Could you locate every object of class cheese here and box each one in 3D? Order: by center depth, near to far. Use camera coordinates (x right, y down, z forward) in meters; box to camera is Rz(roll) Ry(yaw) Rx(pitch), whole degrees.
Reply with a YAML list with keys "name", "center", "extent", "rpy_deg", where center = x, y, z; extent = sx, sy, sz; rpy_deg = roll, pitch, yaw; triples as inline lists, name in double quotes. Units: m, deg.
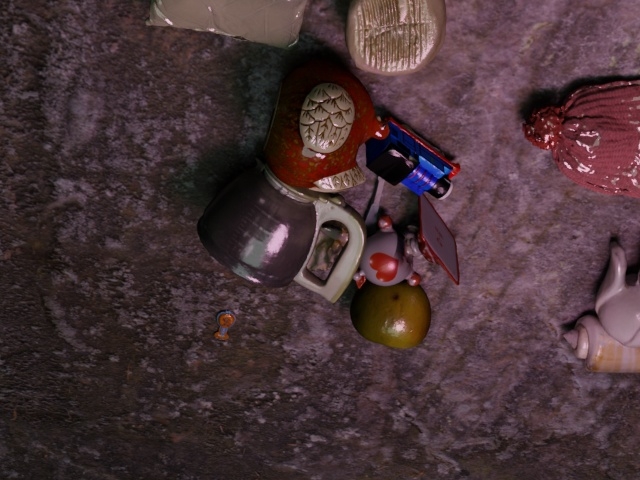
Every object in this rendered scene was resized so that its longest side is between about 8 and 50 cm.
- name: "cheese"
  center: [-0.247, 0.218, 2.037]
  extent: [0.047, 0.017, 0.111]
  rpy_deg: [14, 132, -6]

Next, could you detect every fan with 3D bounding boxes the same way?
- name: "fan"
  center: [0.118, -0.047, 1.780]
  extent: [0.057, 0.023, 0.282]
  rpy_deg: [10, 133, -4]

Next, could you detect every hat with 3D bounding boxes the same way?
- name: "hat"
  center: [0.536, -0.210, 1.555]
  extent: [0.286, 0.107, 0.237]
  rpy_deg: [6, 104, -3]

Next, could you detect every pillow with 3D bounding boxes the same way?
- name: "pillow"
  center: [-0.151, -0.474, 1.373]
  extent: [0.280, 0.076, 0.274]
  rpy_deg: [7, 135, -12]

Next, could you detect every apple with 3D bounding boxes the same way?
- name: "apple"
  center: [0.168, 0.166, 1.862]
  extent: [0.196, 0.196, 0.157]
  rpy_deg: [12, 93, -8]

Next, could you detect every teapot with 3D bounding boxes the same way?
- name: "teapot"
  center: [-0.077, -0.028, 1.636]
  extent: [0.321, 0.239, 0.239]
  rpy_deg: [45, 115, 20]

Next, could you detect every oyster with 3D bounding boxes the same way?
- name: "oyster"
  center: [-0.009, -0.003, 1.798]
  extent: [0.133, 0.072, 0.209]
  rpy_deg: [42, 131, -5]

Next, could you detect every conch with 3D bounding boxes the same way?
- name: "conch"
  center: [0.717, 0.281, 1.938]
  extent: [0.255, 0.127, 0.158]
  rpy_deg: [22, 148, 14]

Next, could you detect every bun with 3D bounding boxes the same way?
- name: "bun"
  center: [0.130, -0.395, 1.398]
  extent: [0.178, 0.128, 0.193]
  rpy_deg: [-3, 120, 5]

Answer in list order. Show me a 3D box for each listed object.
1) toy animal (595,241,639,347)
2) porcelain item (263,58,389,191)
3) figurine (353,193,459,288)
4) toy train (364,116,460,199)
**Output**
- name: "toy animal"
  center: [0.744, 0.130, 1.769]
  extent: [0.174, 0.249, 0.289]
  rpy_deg: [-18, 127, -25]
- name: "porcelain item"
  center: [0.017, -0.210, 1.497]
  extent: [0.253, 0.253, 0.253]
  rpy_deg: [1, 132, 2]
- name: "figurine"
  center: [0.165, 0.035, 1.757]
  extent: [0.226, 0.160, 0.183]
  rpy_deg: [-24, 126, 23]
- name: "toy train"
  center: [0.186, -0.156, 1.602]
  extent: [0.204, 0.131, 0.083]
  rpy_deg: [31, 126, -23]
